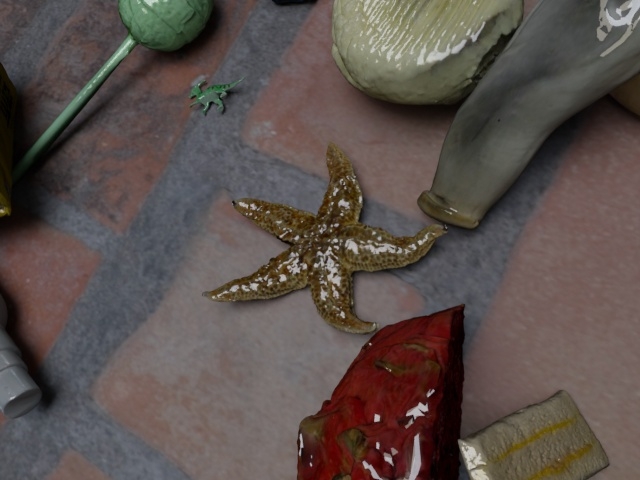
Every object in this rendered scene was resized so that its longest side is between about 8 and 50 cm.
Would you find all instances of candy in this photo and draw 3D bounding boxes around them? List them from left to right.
[{"bbox_3d":[-0.314,-0.207,0.827,0.440,0.119,0.119,-46,66,6],"label":"candy"}]

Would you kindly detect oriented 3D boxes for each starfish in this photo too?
[{"bbox_3d":[0.000,0.000,0.676,0.277,0.062,0.236,-18,68,14],"label":"starfish"}]

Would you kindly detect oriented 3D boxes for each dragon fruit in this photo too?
[{"bbox_3d":[0.039,0.194,0.523,0.151,0.205,0.317,2,73,18],"label":"dragon fruit"}]

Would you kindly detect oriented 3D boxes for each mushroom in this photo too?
[{"bbox_3d":[0.214,-0.147,0.577,0.109,0.097,0.351,54,127,20],"label":"mushroom"}]

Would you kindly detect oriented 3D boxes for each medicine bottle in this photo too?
[{"bbox_3d":[-0.464,0.086,0.760,0.351,0.110,0.110,39,87,24],"label":"medicine bottle"}]

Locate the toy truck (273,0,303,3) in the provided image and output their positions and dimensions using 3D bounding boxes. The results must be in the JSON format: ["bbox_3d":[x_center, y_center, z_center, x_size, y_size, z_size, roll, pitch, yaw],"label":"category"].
[{"bbox_3d":[-0.038,-0.422,0.818,0.088,0.074,0.202,-1,72,21],"label":"toy truck"}]

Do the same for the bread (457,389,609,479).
[{"bbox_3d":[0.185,0.182,0.515,0.105,0.152,0.077,-31,67,10],"label":"bread"}]

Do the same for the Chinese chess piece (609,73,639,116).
[{"bbox_3d":[0.405,-0.241,0.605,0.269,0.112,0.270,-5,70,15],"label":"Chinese chess piece"}]

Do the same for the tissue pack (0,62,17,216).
[{"bbox_3d":[-0.508,-0.134,0.784,0.192,0.134,0.271,-12,51,-10],"label":"tissue pack"}]

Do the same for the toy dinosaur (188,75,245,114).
[{"bbox_3d":[-0.140,-0.201,0.806,0.083,0.021,0.062,-40,53,3],"label":"toy dinosaur"}]

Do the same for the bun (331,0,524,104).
[{"bbox_3d":[0.118,-0.239,0.680,0.220,0.134,0.221,-8,70,22],"label":"bun"}]
